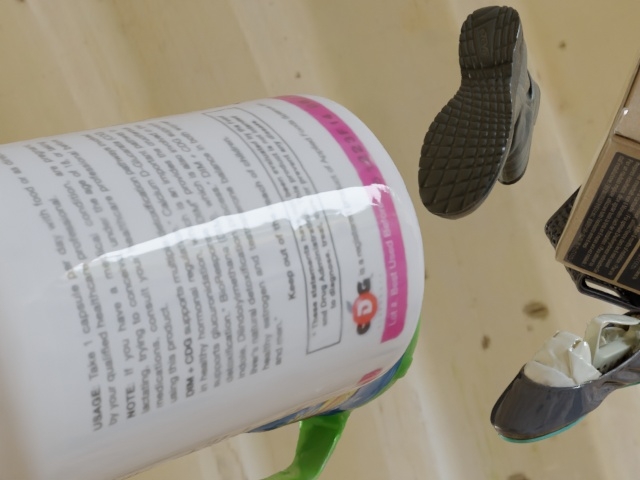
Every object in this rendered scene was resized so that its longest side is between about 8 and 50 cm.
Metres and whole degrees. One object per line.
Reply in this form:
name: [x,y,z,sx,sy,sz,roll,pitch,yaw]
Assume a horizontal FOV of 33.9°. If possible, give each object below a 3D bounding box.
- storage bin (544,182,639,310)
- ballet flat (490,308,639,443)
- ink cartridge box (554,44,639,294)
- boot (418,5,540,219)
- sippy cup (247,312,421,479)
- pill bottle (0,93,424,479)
storage bin: [0.325,-0.026,1.024,0.122,0.084,0.180,18,-54,-33]
ballet flat: [0.213,0.100,0.857,0.203,0.074,0.074,-16,-17,-35]
ink cartridge box: [0.256,-0.103,0.733,0.088,0.235,0.193,24,-21,10]
boot: [0.179,-0.100,1.066,0.083,0.247,0.161,5,-27,28]
sippy cup: [-0.040,0.090,1.082,0.240,0.306,0.224,-38,-8,24]
pill bottle: [-0.104,0.029,0.484,0.283,0.160,0.160,-16,-17,-36]
